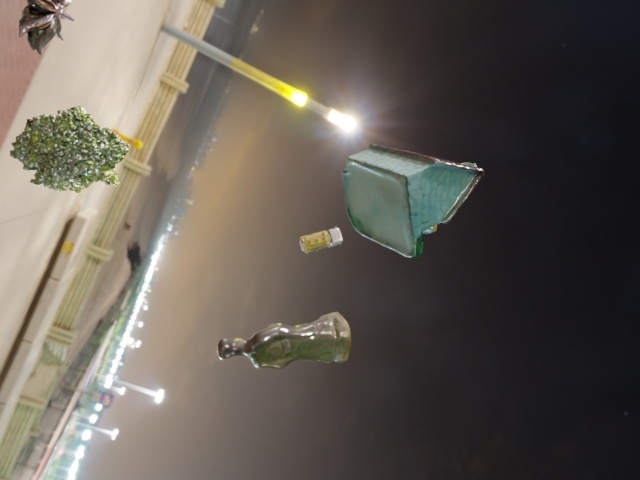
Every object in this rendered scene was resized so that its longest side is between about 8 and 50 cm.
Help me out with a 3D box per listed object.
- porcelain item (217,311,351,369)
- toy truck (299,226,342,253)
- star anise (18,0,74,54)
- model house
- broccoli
[{"bbox_3d":[-0.061,0.173,0.886,0.069,0.216,0.081,-130,-139,-57],"label":"porcelain item"},{"bbox_3d":[0.000,0.000,1.473,0.063,0.123,0.052,-31,-105,68],"label":"toy truck"},{"bbox_3d":[-0.609,-0.515,1.189,0.180,0.061,0.204,-72,-172,-58],"label":"star anise"},{"bbox_3d":[0.233,-0.132,1.345,0.280,0.249,0.230,31,-42,51],"label":"model house"},{"bbox_3d":[-0.671,-0.226,1.479,0.248,0.288,0.245,-51,161,-10],"label":"broccoli"}]
